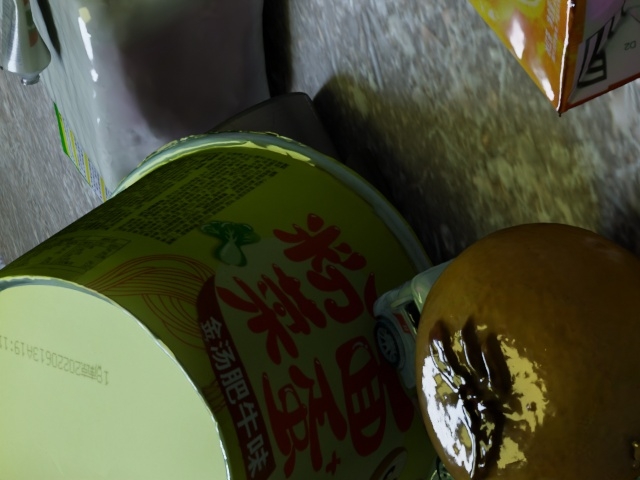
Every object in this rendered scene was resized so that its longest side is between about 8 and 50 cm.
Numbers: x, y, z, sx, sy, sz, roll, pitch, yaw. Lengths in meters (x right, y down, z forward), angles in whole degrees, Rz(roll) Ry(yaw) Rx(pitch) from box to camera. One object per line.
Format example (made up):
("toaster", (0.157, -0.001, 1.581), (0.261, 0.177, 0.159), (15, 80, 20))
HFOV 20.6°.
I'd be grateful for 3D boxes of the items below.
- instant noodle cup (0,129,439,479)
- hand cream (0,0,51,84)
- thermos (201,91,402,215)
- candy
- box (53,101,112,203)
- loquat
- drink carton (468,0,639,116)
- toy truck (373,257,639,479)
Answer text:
("instant noodle cup", (-0.091, 0.105, 1.076), (0.311, 0.221, 0.311), (10, 110, 28))
("hand cream", (-0.214, -0.185, 1.218), (0.057, 0.037, 0.165), (-126, 27, -57))
("thermos", (0.000, 0.000, 1.177), (0.137, 0.105, 0.193), (-36, 78, 40))
("candy", (-0.162, -0.206, 1.324), (0.358, 0.145, 0.208), (54, 158, 42))
("box", (-0.147, -0.095, 1.488), (0.250, 0.103, 0.180), (50, 156, 42))
("loquat", (0.110, 0.062, 0.836), (0.141, 0.141, 0.141), (56, 159, 35))
("drink carton", (0.078, -0.168, 0.765), (0.223, 0.071, 0.096), (56, 160, 34))
("toy truck", (0.105, 0.087, 0.974), (0.177, 0.080, 0.115), (64, 157, 12))
